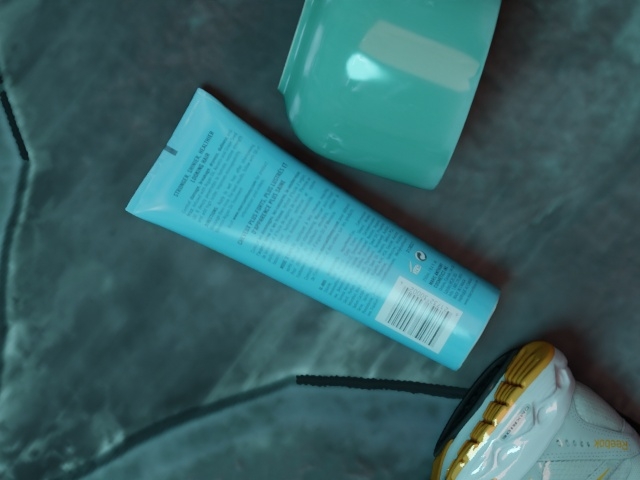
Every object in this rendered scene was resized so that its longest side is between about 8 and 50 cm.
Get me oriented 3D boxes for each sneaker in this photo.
[{"bbox_3d":[0.088,0.191,1.059,0.121,0.099,0.262,37,88,-9],"label":"sneaker"}]

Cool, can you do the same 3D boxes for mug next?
[{"bbox_3d":[0.035,-0.109,1.045,0.097,0.158,0.129,17,122,-3],"label":"mug"}]

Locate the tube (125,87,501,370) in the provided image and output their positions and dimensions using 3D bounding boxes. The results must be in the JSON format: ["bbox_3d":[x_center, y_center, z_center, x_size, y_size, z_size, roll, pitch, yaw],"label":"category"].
[{"bbox_3d":[0.000,0.000,1.074,0.207,0.052,0.080,30,82,0],"label":"tube"}]
